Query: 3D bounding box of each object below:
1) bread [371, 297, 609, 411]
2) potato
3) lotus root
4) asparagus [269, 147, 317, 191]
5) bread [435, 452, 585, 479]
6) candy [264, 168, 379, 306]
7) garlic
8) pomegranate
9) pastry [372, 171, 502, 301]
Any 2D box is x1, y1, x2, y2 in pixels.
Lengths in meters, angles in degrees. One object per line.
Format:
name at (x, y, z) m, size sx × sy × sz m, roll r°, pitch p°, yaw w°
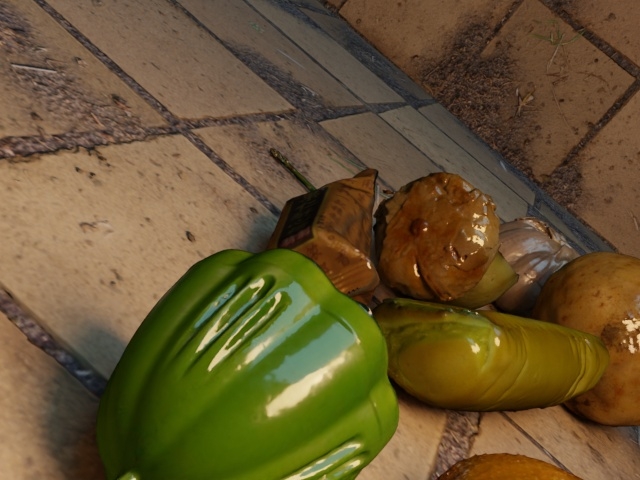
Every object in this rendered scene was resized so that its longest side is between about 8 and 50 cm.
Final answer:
bread at (0.203, 0.141, 0.913) m, size 0.166 × 0.112 × 0.383 m, roll 6°, pitch -5°, yaw 38°
potato at (0.153, 0.033, 1.050) m, size 0.160 × 0.111 × 0.272 m, roll 45°, pitch -4°, yaw -14°
lotus root at (-0.068, 0.113, 0.475) m, size 0.186 × 0.186 × 0.186 m, roll 34°, pitch 20°, yaw -15°
asparagus at (-0.019, -0.081, 1.158) m, size 0.166 × 0.016 × 0.013 m, roll 46°, pitch 35°, yaw 14°
bread at (0.218, 0.306, 0.544) m, size 0.328 × 0.148 × 0.337 m, roll 38°, pitch 19°, yaw -3°
candy at (0.000, 0.000, 0.851) m, size 0.101 × 0.143 × 0.271 m, roll 58°, pitch 17°, yaw -21°
garlic at (0.368, 0.055, 1.348) m, size 0.228 × 0.152 × 0.228 m, roll 40°, pitch 21°, yaw -18°
pomegranate at (0.428, 0.141, 1.136) m, size 0.260 × 0.260 × 0.260 m, roll 34°, pitch 20°, yaw -15°
pastry at (0.130, -0.004, 0.893) m, size 0.153 × 0.153 × 0.081 m, roll 50°, pitch -3°, yaw 28°
